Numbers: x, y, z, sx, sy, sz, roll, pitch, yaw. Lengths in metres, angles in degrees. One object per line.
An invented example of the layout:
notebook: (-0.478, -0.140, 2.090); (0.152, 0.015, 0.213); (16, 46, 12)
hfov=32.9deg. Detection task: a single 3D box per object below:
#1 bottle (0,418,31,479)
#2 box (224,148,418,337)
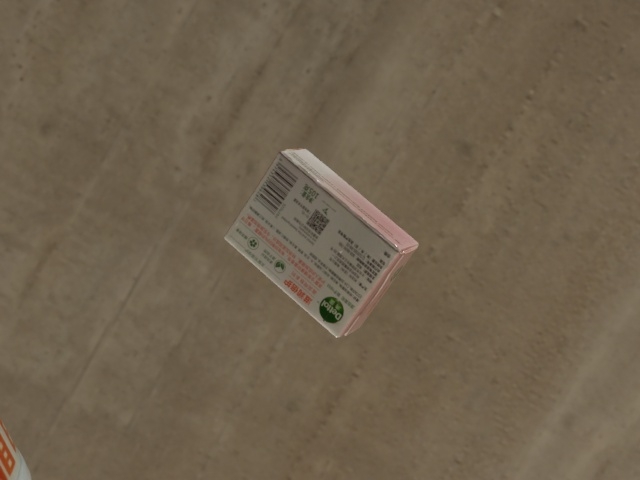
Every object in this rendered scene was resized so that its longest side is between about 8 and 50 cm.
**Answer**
bottle: (-0.141, 0.076, 0.384); (0.060, 0.217, 0.060); (-11, -149, 7)
box: (0.000, 0.000, 0.829); (0.089, 0.125, 0.043); (-54, 164, 22)
